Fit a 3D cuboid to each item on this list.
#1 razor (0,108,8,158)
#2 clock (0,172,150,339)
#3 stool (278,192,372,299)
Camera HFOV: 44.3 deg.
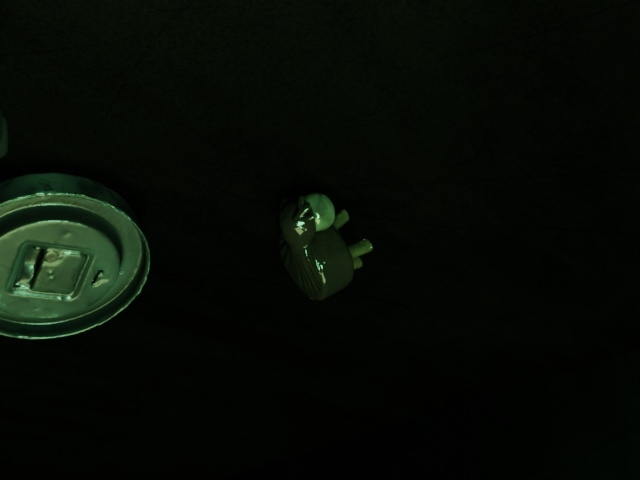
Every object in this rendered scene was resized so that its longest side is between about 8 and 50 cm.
[{"bbox_3d":[-0.481,-0.096,0.761,0.349,0.113,0.204,-8,-177,31],"label":"razor"},{"bbox_3d":[-0.380,0.026,1.101,0.281,0.055,0.280,-14,137,-13],"label":"clock"},{"bbox_3d":[0.000,0.000,1.220,0.121,0.125,0.217,-30,133,-21],"label":"stool"}]
